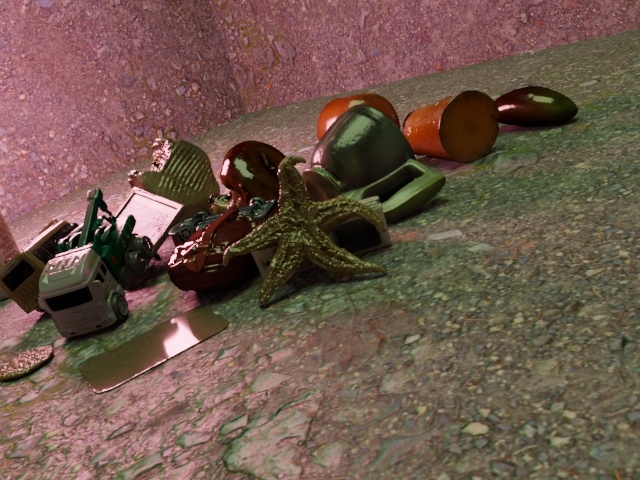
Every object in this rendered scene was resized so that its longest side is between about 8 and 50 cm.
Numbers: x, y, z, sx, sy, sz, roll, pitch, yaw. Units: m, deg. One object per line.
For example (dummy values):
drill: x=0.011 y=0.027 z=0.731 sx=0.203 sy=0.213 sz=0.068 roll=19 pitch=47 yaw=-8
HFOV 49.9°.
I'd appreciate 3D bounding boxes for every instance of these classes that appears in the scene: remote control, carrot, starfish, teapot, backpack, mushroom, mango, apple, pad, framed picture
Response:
remote control: x=0.000 y=0.000 z=1.400 sx=0.277 sy=0.103 sz=0.056 roll=-16 pitch=38 yaw=4
carrot: x=0.339 y=-0.315 z=1.880 sx=0.195 sy=0.196 sz=0.254 roll=-24 pitch=19 yaw=-19
starfish: x=-0.037 y=0.001 z=1.320 sx=0.302 sy=0.299 sz=0.060 roll=-36 pitch=-12 yaw=4
teapot: x=0.106 y=-0.144 z=1.655 sx=0.239 sy=0.321 sz=0.239 roll=-42 pitch=-15 yaw=-19
backpack: x=-0.228 y=0.033 z=1.465 sx=0.229 sy=0.139 sz=0.229 roll=-17 pitch=17 yaw=5
mushroom: x=-0.167 y=-0.157 z=1.916 sx=0.267 sy=0.267 sz=0.254 roll=-30 pitch=-13 yaw=-32
mango: x=0.600 y=-0.380 z=1.947 sx=0.133 sy=0.111 sz=0.267 roll=-17 pitch=19 yaw=-37
apple: x=0.124 y=-0.366 z=2.205 sx=0.251 sy=0.207 sz=0.271 roll=-23 pitch=17 yaw=-25
pad: x=-0.311 y=0.197 z=1.285 sx=0.266 sy=0.002 sz=0.176 roll=-27 pitch=20 yaw=-25
framed picture: x=-0.494 y=-0.017 z=1.812 sx=0.335 sy=0.022 sz=0.247 roll=19 pitch=72 yaw=52

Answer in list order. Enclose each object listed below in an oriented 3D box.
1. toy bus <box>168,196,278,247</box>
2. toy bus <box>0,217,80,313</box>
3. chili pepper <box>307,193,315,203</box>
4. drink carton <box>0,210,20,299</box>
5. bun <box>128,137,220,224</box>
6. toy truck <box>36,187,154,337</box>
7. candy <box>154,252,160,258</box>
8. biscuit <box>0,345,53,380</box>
toy bus: x=-0.222 y=-0.015 z=1.632 sx=0.264 sy=0.120 sz=0.121 roll=-12 pitch=19 yaw=17
toy bus: x=-0.685 y=0.057 z=1.743 sx=0.139 sy=0.157 sz=0.289 roll=-39 pitch=14 yaw=15
chili pepper: x=-0.040 y=-0.061 z=1.715 sx=0.088 sy=0.059 sz=0.227 roll=-18 pitch=22 yaw=16
drink carton: x=-0.977 y=0.017 z=1.925 sx=0.194 sy=0.325 sz=0.132 roll=-18 pitch=19 yaw=2
bun: x=-0.442 y=-0.161 z=2.094 sx=0.281 sy=0.282 sz=0.205 roll=-32 pitch=-4 yaw=-36
toy truck: x=-0.509 y=0.049 z=1.549 sx=0.176 sy=0.178 sz=0.364 roll=-16 pitch=36 yaw=10
candy: x=-0.501 y=-0.004 z=1.971 sx=0.097 sy=0.097 sz=0.323 roll=-23 pitch=27 yaw=-16
biscuit: x=-0.597 y=0.247 z=1.389 sx=0.120 sy=0.015 sz=0.120 roll=-17 pitch=17 yaw=6
